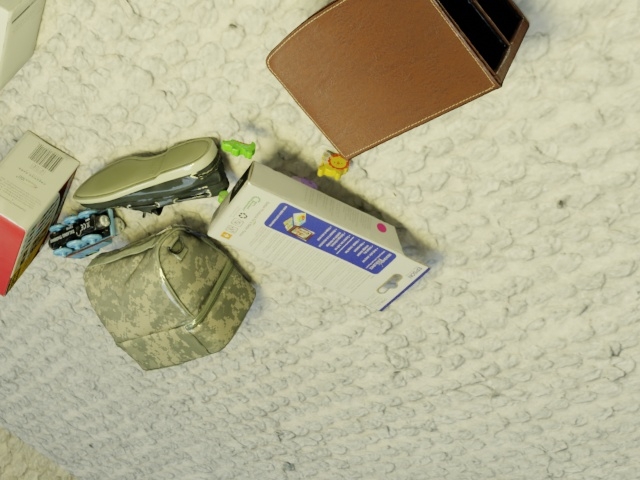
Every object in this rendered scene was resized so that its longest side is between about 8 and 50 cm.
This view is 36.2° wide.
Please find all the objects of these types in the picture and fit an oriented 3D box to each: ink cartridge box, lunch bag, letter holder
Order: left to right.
[{"bbox_3d":[-0.651,-0.026,2.030,0.130,0.272,0.309,32,143,-6],"label":"ink cartridge box"},{"bbox_3d":[-0.323,0.105,2.031,0.305,0.212,0.256,-16,126,41],"label":"lunch bag"},{"bbox_3d":[0.000,0.000,1.753,0.371,0.069,0.176,26,138,-16],"label":"ink cartridge box"},{"bbox_3d":[0.097,-0.280,1.380,0.302,0.152,0.214,-22,119,45],"label":"letter holder"}]

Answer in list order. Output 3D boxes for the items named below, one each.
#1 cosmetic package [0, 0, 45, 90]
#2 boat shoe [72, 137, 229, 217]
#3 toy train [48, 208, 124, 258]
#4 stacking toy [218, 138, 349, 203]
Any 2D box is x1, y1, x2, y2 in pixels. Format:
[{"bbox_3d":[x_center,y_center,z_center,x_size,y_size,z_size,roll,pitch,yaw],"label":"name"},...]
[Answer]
[{"bbox_3d":[-0.602,-0.407,1.665,0.224,0.138,0.224,31,141,-5],"label":"cosmetic package"},{"bbox_3d":[-0.318,-0.099,1.861,0.340,0.127,0.113,-16,127,25],"label":"boat shoe"},{"bbox_3d":[-0.500,-0.015,2.094,0.184,0.080,0.105,-21,164,34],"label":"toy train"},{"bbox_3d":[-0.071,-0.103,1.736,0.221,0.052,0.167,12,141,-2],"label":"stacking toy"}]
